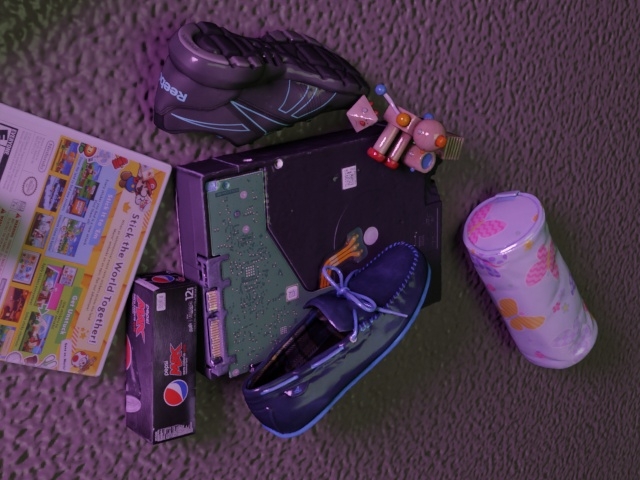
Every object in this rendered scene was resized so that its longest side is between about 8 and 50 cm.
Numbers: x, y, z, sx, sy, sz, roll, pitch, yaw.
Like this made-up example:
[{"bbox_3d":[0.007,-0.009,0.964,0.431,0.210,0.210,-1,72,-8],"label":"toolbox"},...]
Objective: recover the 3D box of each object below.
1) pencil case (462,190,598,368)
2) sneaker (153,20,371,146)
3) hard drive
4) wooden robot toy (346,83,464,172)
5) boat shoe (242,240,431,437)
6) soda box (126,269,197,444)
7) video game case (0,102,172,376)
[{"bbox_3d":[0.294,0.058,1.313,0.124,0.113,0.273,-56,131,-25],"label":"pencil case"},{"bbox_3d":[-0.060,-0.156,0.982,0.267,0.101,0.106,-2,132,-45],"label":"sneaker"},{"bbox_3d":[0.000,0.000,1.082,0.339,0.064,0.236,-18,114,-36],"label":"hard drive"},{"bbox_3d":[0.108,-0.107,1.038,0.173,0.079,0.076,20,97,-46],"label":"wooden robot toy"},{"bbox_3d":[0.023,0.095,1.021,0.258,0.109,0.089,-52,126,-18],"label":"boat shoe"},{"bbox_3d":[-0.165,0.120,0.984,0.053,0.060,0.169,-8,108,-39],"label":"soda box"},{"bbox_3d":[-0.262,0.005,0.891,0.206,0.026,0.227,19,90,-42],"label":"video game case"}]
